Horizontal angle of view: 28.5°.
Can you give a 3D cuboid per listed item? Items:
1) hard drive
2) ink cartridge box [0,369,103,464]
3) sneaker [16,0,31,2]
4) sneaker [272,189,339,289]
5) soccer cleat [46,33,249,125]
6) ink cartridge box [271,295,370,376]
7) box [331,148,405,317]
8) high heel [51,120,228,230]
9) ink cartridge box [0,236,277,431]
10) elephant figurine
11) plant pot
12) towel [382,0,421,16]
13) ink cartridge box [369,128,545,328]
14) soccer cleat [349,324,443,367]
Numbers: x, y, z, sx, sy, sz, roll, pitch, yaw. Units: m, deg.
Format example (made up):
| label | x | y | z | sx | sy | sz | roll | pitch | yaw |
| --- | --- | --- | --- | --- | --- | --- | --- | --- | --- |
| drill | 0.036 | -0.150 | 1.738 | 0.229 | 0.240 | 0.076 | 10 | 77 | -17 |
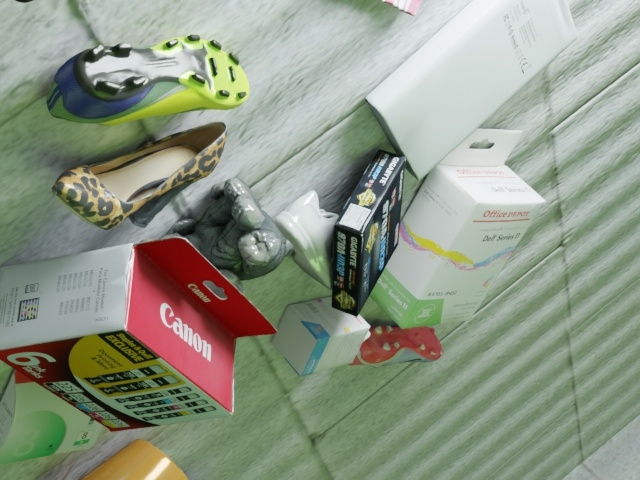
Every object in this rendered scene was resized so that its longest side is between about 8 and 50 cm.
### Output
| label | x | y | z | sx | sy | sz | roll | pitch | yaw |
| --- | --- | --- | --- | --- | --- | --- | --- | --- | --- |
| hard drive | 0.243 | -0.272 | 1.976 | 0.353 | 0.047 | 0.233 | -42 | 148 | -3 |
| ink cartridge box | -0.379 | 0.224 | 1.860 | 0.181 | 0.056 | 0.224 | -2 | 130 | -48 |
| sneaker | -0.266 | -0.354 | 1.319 | 0.223 | 0.083 | 0.098 | -46 | 125 | -1 |
| sneaker | 0.000 | 0.000 | 2.003 | 0.094 | 0.080 | 0.212 | -49 | 148 | -14 |
| soccer cleat | -0.210 | -0.192 | 1.560 | 0.121 | 0.093 | 0.289 | -29 | 166 | 40 |
| ink cartridge box | 0.007 | 0.162 | 2.172 | 0.143 | 0.092 | 0.090 | -8 | 134 | -42 |
| box | 0.076 | -0.009 | 2.014 | 0.220 | 0.051 | 0.175 | 91 | 24 | -50 |
| high heel | -0.226 | -0.101 | 1.602 | 0.186 | 0.093 | 0.261 | -44 | 165 | 12 |
| ink cartridge box | -0.239 | 0.134 | 1.694 | 0.272 | 0.130 | 0.309 | -11 | 149 | 20 |
| elephant figurine | -0.178 | 0.027 | 1.789 | 0.239 | 0.169 | 0.186 | -35 | 104 | 3 |
| plant pot | -0.316 | 0.435 | 2.054 | 0.188 | 0.205 | 0.205 | -46 | 151 | -25 |
| towel | 0.107 | -0.389 | 1.709 | 0.197 | 0.029 | 0.144 | 10 | 119 | -52 |
| ink cartridge box | 0.250 | -0.020 | 2.204 | 0.207 | 0.119 | 0.353 | -3 | 130 | -45 |
| soccer cleat | 0.142 | 0.203 | 2.397 | 0.095 | 0.083 | 0.248 | -32 | 159 | 30 |
